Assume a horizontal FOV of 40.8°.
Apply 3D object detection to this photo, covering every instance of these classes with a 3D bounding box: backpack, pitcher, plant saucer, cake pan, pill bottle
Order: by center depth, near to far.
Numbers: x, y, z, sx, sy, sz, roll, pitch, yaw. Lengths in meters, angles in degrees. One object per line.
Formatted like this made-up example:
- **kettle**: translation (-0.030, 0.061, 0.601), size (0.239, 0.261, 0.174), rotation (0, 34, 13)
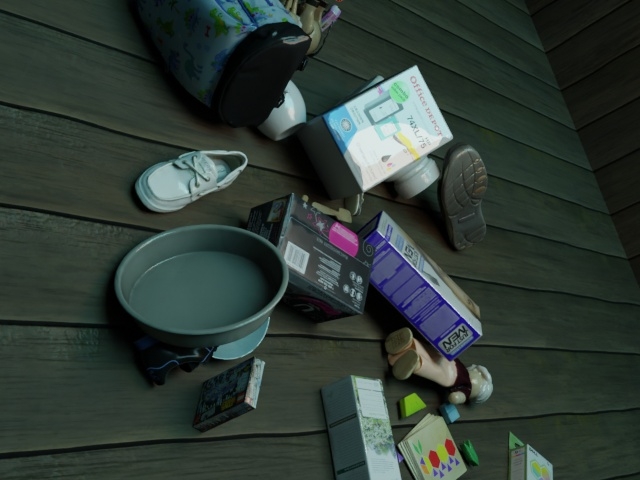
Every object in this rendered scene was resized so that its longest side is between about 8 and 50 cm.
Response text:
- **cake pan**: translation (-0.201, 0.077, 1.470), size (0.293, 0.293, 0.054), rotation (-63, 161, -50)
- **plant saucer**: translation (-0.186, 0.126, 1.584), size (0.195, 0.037, 0.195), rotation (13, 65, -31)
- **backpack**: translation (-0.218, -0.451, 1.792), size (0.273, 0.290, 0.355), rotation (-4, 60, -34)
- **pitcher**: translation (-0.109, -0.343, 1.926), size (0.125, 0.178, 0.207), rotation (-28, 87, -28)
- **pill bottle**: translation (0.175, -0.260, 2.225), size (0.301, 0.169, 0.169), rotation (53, 35, -11)

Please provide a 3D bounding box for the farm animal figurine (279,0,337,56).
- **farm animal figurine**: translation (-0.120, -0.529, 2.039), size (0.327, 0.172, 0.330), rotation (32, 22, 25)

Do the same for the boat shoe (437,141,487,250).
- **boat shoe**: translation (0.363, -0.127, 2.321), size (0.355, 0.132, 0.130), rotation (81, -16, -45)

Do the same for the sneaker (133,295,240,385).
- **sneaker**: translation (-0.206, 0.169, 1.487), size (0.232, 0.081, 0.090), rotation (-24, 90, -31)

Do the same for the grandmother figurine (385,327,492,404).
- **grandmother figurine**: translation (0.290, 0.305, 2.026), size (0.342, 0.104, 0.208), rotation (30, 41, -39)

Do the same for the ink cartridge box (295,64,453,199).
- **ink cartridge box**: translation (0.122, -0.249, 2.010), size (0.270, 0.197, 0.198), rotation (-32, 99, -19)

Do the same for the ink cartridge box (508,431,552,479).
- **ink cartridge box**: translation (0.523, 0.582, 2.142), size (0.109, 0.062, 0.209), rotation (41, 39, -24)

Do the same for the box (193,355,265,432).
- **box**: translation (-0.156, 0.262, 1.462), size (0.027, 0.137, 0.094), rotation (38, 40, -28)

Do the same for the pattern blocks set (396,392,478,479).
- **pattern blocks set**: translation (0.247, 0.478, 1.903), size (0.325, 0.026, 0.285), rotation (-1, 66, -51)

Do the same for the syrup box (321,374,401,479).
- **syrup box**: translation (0.081, 0.395, 1.697), size (0.093, 0.096, 0.237), rotation (16, 54, -42)

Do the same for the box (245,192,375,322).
- **box**: translation (-0.031, 0.044, 1.753), size (0.247, 0.142, 0.163), rotation (32, 58, -32)

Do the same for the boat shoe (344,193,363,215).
- **boat shoe**: translation (0.086, -0.111, 2.115), size (0.043, 0.049, 0.137), rotation (32, 38, -37)

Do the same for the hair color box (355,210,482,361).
- **hair color box**: translation (0.219, 0.100, 1.983), size (0.339, 0.110, 0.185), rotation (46, 17, -6)

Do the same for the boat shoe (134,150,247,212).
- **boat shoe**: translation (-0.244, -0.132, 1.672), size (0.098, 0.096, 0.277), rotation (60, 35, -1)

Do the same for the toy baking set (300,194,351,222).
- **toy baking set**: translation (-0.005, -0.003, 1.940), size (0.197, 0.030, 0.256), rotation (45, 44, -31)

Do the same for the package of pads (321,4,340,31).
- **package of pads**: translation (0.016, -0.601, 2.346), size (0.032, 0.083, 0.050), rotation (44, 34, -13)
